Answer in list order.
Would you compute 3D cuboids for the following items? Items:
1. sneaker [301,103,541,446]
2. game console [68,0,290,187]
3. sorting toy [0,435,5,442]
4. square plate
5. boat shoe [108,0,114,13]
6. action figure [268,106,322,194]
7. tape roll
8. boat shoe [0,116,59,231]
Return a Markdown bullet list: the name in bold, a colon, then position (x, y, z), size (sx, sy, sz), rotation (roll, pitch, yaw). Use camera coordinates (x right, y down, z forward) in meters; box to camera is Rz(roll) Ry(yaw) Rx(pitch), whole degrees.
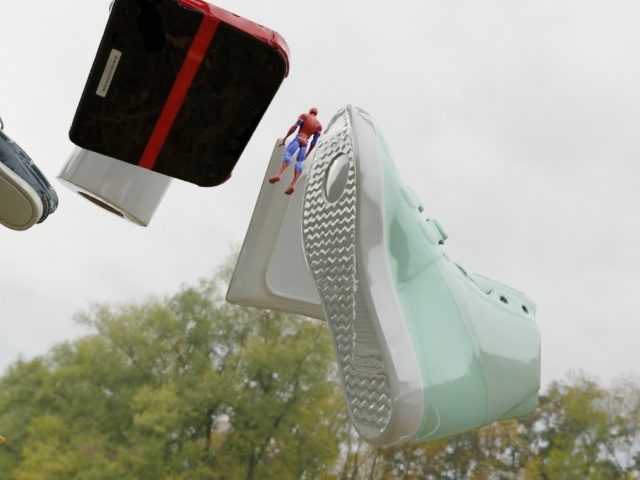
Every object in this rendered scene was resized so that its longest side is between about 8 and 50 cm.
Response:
- **sneaker**: position (0.076, 0.019, 0.495), size (0.151, 0.256, 0.094), rotation (5, -30, -29)
- **game console**: position (-0.273, -0.285, 1.295), size (0.341, 0.060, 0.387), rotation (18, -52, -23)
- **sorting toy**: position (-0.483, 0.301, 0.918), size (0.044, 0.075, 0.083), rotation (-5, -35, 23)
- **square plate**: position (0.000, 0.000, 1.394), size (0.347, 0.344, 0.049), rotation (16, 4, -40)
- **boat shoe**: position (-0.409, -0.439, 1.502), size (0.079, 0.084, 0.233), rotation (34, -22, 50)
- **action figure**: position (-0.026, -0.109, 0.765), size (0.038, 0.115, 0.030), rotation (32, -25, -20)
- **tape roll**: position (-0.491, -0.161, 1.612), size (0.246, 0.169, 0.246), rotation (25, -11, 5)
- **boat shoe**: position (-0.444, -0.124, 0.855), size (0.254, 0.079, 0.095), rotation (44, -70, -9)
